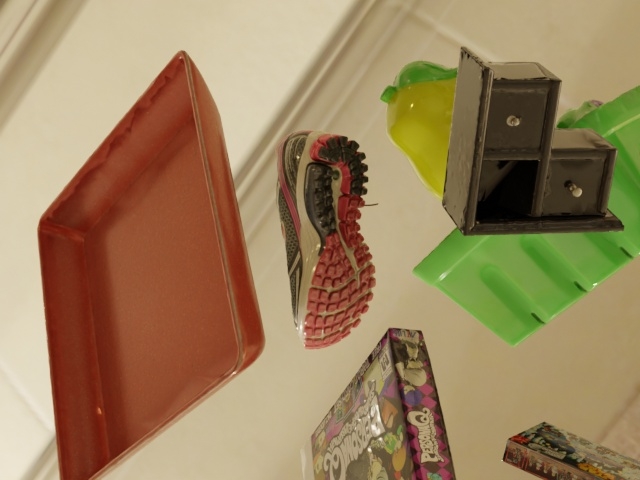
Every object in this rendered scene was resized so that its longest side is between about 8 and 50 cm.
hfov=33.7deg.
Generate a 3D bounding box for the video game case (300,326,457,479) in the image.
[{"bbox_3d":[0.048,0.229,0.963,0.042,0.232,0.210,9,-132,-21],"label":"video game case"}]

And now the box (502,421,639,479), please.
[{"bbox_3d":[0.263,0.226,1.057,0.137,0.027,0.094,20,-166,32],"label":"box"}]

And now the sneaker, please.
[{"bbox_3d":[0.000,0.000,1.407,0.121,0.299,0.112,-11,-161,-39],"label":"sneaker"}]

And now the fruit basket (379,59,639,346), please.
[{"bbox_3d":[0.255,-0.093,1.359,0.392,0.392,0.283,39,-141,23],"label":"fruit basket"}]

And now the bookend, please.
[{"bbox_3d":[0.201,-0.089,0.958,0.157,0.156,0.072,-1,-155,-11],"label":"bookend"}]

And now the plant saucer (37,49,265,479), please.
[{"bbox_3d":[-0.132,0.033,0.804,0.047,0.258,0.259,12,-127,-37],"label":"plant saucer"}]
